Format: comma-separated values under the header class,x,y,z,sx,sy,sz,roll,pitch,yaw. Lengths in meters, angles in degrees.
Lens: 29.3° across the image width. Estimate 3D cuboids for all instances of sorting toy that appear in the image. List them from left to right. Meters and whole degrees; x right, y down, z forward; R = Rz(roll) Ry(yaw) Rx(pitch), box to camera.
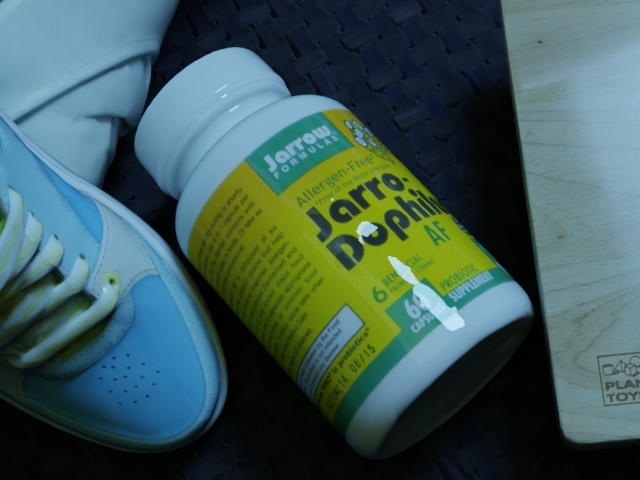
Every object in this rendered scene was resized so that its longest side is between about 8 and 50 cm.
class,x,y,z,sx,sy,sz,roll,pitch,yaw
sorting toy,0.233,-0.028,0.620,0.257,0.089,0.255,-7,70,6

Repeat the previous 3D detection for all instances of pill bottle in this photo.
class,x,y,z,sx,sy,sz,roll,pitch,yaw
pill bottle,0.000,0.000,0.629,0.117,0.117,0.208,-40,70,-6

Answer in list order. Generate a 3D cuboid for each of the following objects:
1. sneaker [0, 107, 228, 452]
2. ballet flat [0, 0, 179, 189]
class,x,y,z,sx,sy,sz,roll,pitch,yaw
sneaker,-0.156,0.016,0.538,0.127,0.208,0.319,-44,110,3
ballet flat,-0.205,-0.036,0.681,0.400,0.139,0.139,-35,70,0
